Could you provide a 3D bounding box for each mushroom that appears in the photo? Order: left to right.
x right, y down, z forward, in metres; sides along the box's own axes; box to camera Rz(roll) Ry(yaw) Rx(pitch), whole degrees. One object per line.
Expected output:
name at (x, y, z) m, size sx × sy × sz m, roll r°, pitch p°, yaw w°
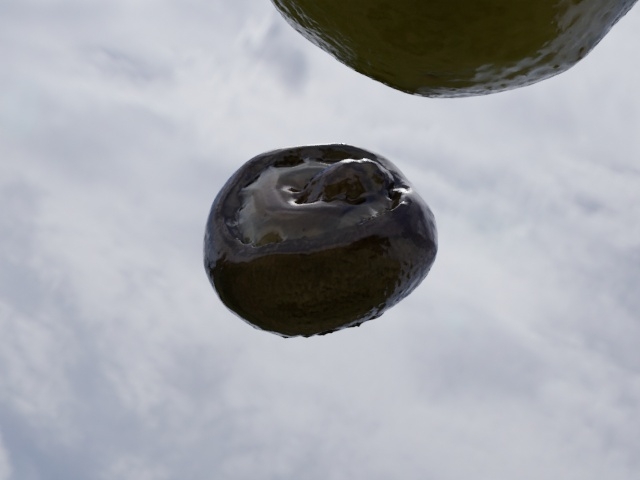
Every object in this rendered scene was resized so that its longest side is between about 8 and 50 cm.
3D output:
mushroom at (0.000, 0.000, 1.818) m, size 0.253 × 0.253 × 0.153 m, roll 6°, pitch -53°, yaw 29°

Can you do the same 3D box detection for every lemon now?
lemon at (0.092, -0.272, 1.316) m, size 0.364 × 0.364 × 0.364 m, roll 19°, pitch -34°, yaw 13°
